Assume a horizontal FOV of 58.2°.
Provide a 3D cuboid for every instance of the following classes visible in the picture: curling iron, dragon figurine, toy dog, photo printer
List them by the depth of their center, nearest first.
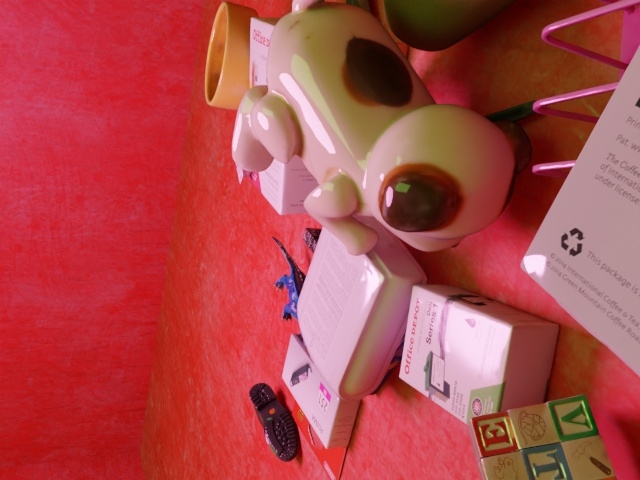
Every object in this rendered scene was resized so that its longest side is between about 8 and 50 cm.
[{"bbox_3d":[0.104,-0.158,0.846,0.408,0.284,0.396,46,141,30],"label":"toy dog"},{"bbox_3d":[0.237,-0.159,0.903,0.274,0.035,0.068,-24,75,60],"label":"curling iron"},{"bbox_3d":[0.057,0.119,1.063,0.256,0.107,0.308,57,136,50],"label":"photo printer"},{"bbox_3d":[-0.043,0.113,1.363,0.144,0.085,0.290,-30,64,56],"label":"dragon figurine"}]

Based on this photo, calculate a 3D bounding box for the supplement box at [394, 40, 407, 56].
[{"bbox_3d":[0.105,-0.269,1.129,0.078,0.080,0.234,-154,68,-64],"label":"supplement box"}]

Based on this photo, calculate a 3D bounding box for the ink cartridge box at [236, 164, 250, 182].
[{"bbox_3d":[-0.187,-0.185,1.398,0.048,0.028,0.084,128,133,-63],"label":"ink cartridge box"}]

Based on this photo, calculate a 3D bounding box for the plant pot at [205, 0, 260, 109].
[{"bbox_3d":[-0.154,-0.453,1.472,0.254,0.238,0.254,-174,90,-69],"label":"plant pot"}]

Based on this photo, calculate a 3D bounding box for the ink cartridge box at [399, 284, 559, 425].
[{"bbox_3d":[0.218,0.166,0.834,0.219,0.092,0.161,20,104,62],"label":"ink cartridge box"}]

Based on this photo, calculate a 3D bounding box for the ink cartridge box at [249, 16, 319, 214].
[{"bbox_3d":[-0.054,-0.288,1.292,0.279,0.160,0.385,-131,41,-56],"label":"ink cartridge box"}]

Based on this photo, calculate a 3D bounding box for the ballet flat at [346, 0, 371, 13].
[{"bbox_3d":[0.092,-0.466,1.217,0.084,0.058,0.250,106,162,-61],"label":"ballet flat"}]

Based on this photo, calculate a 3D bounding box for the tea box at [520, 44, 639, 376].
[{"bbox_3d":[0.363,0.027,0.306,0.329,0.323,0.220,58,136,51],"label":"tea box"}]

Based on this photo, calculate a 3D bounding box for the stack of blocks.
[{"bbox_3d":[0.277,0.322,0.594,0.087,0.171,0.298,66,-168,-61],"label":"stack of blocks"}]

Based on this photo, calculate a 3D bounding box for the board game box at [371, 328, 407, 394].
[{"bbox_3d":[0.110,0.187,1.109,0.201,0.035,0.136,-63,35,38],"label":"board game box"}]

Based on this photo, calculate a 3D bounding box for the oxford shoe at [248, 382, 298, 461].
[{"bbox_3d":[-0.112,0.480,1.491,0.227,0.082,0.096,-123,18,-45],"label":"oxford shoe"}]

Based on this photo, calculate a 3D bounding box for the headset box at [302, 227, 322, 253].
[{"bbox_3d":[0.000,0.000,1.321,0.083,0.062,0.032,54,133,53],"label":"headset box"}]

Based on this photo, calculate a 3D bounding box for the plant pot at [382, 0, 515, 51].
[{"bbox_3d":[0.195,-0.412,0.808,0.293,0.274,0.275,119,147,-67],"label":"plant pot"}]

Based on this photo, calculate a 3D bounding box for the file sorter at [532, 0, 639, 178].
[{"bbox_3d":[0.332,-0.200,0.552,0.202,0.182,0.291,5,91,63],"label":"file sorter"}]

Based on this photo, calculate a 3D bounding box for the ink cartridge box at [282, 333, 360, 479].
[{"bbox_3d":[-0.018,0.382,1.316,0.275,0.060,0.239,41,122,58],"label":"ink cartridge box"}]
